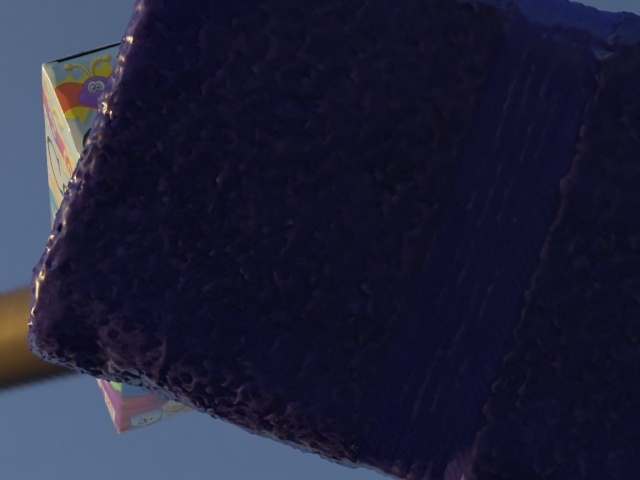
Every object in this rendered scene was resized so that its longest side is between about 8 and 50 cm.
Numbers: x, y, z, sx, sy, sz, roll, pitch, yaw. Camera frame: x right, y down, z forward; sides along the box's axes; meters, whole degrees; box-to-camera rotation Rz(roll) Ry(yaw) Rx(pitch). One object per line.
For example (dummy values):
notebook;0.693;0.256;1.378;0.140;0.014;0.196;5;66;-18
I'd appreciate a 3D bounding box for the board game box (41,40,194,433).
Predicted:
board game box;-0.084;-0.004;1.140;0.144;0.142;0.275;-18;-22;-14

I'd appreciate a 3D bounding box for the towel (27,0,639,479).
towel;0.051;-0.006;0.770;0.308;0.076;0.227;19;-99;5
